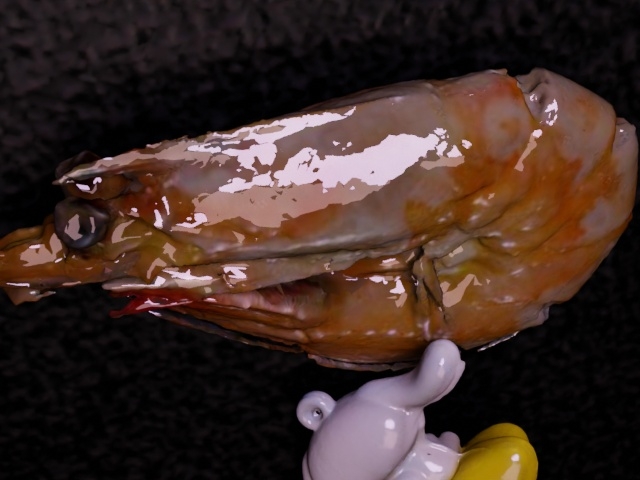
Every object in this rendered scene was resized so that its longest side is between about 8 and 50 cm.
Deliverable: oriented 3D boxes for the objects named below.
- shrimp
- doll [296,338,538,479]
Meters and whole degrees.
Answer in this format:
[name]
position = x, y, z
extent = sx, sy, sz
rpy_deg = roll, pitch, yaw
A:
[shrimp]
position = 0.000, 0.001, 0.527
extent = 0.294, 0.062, 0.154
rpy_deg = -3, 126, -13
[doll]
position = 0.033, 0.113, 0.585
extent = 0.135, 0.071, 0.113
rpy_deg = -28, 109, 23
